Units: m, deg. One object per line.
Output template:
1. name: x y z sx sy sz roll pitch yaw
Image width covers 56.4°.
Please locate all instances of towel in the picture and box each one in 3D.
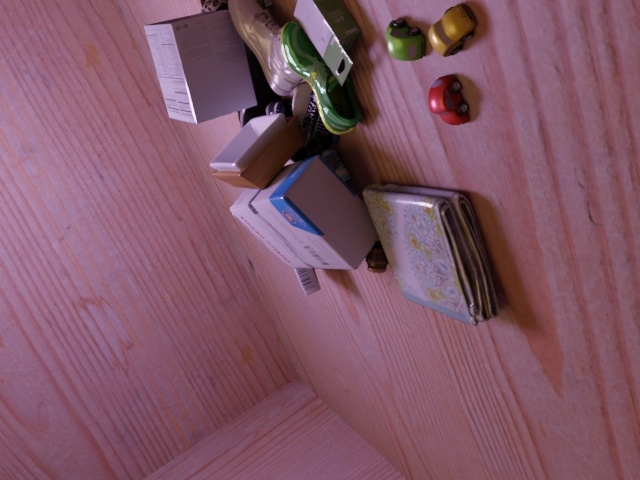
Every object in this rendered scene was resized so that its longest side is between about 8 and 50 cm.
1. towel: 0.260 0.020 1.439 0.374 0.090 0.320 18 132 64

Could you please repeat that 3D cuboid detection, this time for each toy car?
1. toy car: 0.187 -0.343 1.114 0.225 0.053 0.239 45 157 37

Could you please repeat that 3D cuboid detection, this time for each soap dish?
1. soap dish: -0.184 -0.252 1.727 0.118 0.229 0.291 46 167 -22

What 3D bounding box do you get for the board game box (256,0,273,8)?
1. board game box: -0.218 -0.726 1.639 0.259 0.030 0.136 40 151 46

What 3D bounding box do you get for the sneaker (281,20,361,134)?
1. sneaker: 0.016 -0.398 1.430 0.295 0.109 0.123 57 157 -16

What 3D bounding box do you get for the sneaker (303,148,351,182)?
1. sneaker: -0.007 -0.210 1.783 0.283 0.110 0.122 -5 108 60

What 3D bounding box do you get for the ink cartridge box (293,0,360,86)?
1. ink cartridge box: 0.027 -0.465 1.335 0.209 0.062 0.109 58 162 5

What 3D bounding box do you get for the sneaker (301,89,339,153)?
1. sneaker: -0.005 -0.327 1.587 0.081 0.090 0.232 47 158 35

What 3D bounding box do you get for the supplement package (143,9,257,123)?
1. supplement package: -0.333 -0.487 1.668 0.198 0.199 0.263 22 130 50

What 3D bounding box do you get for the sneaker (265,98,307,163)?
1. sneaker: -0.082 -0.324 1.818 0.121 0.079 0.217 7 132 57

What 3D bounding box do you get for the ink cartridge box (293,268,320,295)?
1. ink cartridge box: -0.104 0.004 2.226 0.330 0.071 0.324 -117 3 -74

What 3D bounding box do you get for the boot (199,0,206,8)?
1. boot: -0.391 -0.837 1.849 0.165 0.077 0.213 54 164 23

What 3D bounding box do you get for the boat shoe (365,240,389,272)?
1. boat shoe: 0.163 0.037 1.682 0.207 0.073 0.073 -77 -13 -81

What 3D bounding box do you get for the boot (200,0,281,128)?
1. boot: -0.252 -0.540 1.836 0.284 0.138 0.377 50 156 24

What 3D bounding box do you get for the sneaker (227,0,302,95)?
1. sneaker: -0.114 -0.539 1.534 0.169 0.108 0.292 -22 101 54

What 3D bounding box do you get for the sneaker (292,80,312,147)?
1. sneaker: -0.044 -0.362 1.682 0.212 0.080 0.094 85 171 -45

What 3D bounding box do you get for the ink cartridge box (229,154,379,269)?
1. ink cartridge box: -0.050 -0.065 1.710 0.285 0.166 0.395 45 159 -20
